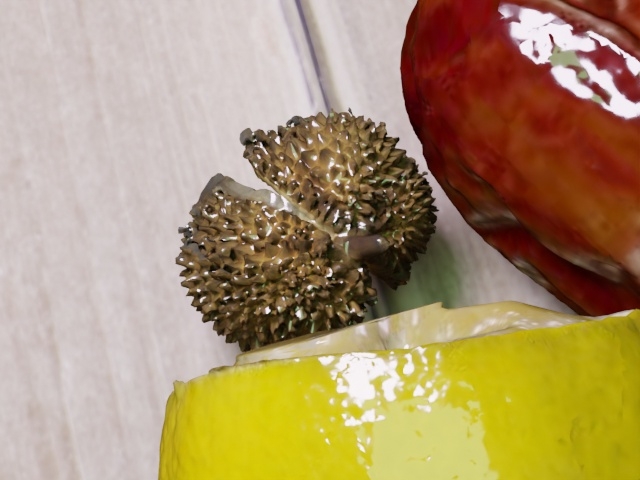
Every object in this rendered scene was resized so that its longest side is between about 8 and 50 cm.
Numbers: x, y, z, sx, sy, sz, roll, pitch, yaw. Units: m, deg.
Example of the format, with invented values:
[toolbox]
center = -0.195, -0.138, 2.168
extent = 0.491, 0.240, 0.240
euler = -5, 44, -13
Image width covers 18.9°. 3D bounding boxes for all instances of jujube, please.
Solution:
[jujube]
center = 0.239, -0.070, 1.277
extent = 0.377, 0.276, 0.276
euler = 36, 77, 18

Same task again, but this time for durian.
[durian]
center = 0.000, 0.000, 1.315
extent = 0.167, 0.196, 0.196
euler = 32, 72, -22

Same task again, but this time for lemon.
[lemon]
center = 0.077, 0.210, 1.156
extent = 0.364, 0.364, 0.364
euler = -2, 69, 5
